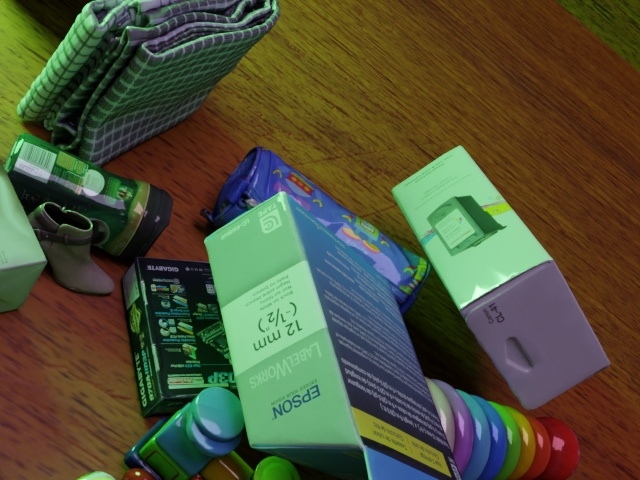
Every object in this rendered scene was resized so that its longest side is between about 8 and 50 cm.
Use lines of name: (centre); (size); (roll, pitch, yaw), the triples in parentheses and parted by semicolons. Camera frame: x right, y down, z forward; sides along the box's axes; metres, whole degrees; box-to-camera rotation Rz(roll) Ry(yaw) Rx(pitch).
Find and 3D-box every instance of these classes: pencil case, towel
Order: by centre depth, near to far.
towel: (-0.203, -0.219, 0.955); (0.121, 0.235, 0.284); (53, 42, -4)
pencil case: (0.000, 0.000, 1.015); (0.306, 0.119, 0.133); (34, 13, -11)

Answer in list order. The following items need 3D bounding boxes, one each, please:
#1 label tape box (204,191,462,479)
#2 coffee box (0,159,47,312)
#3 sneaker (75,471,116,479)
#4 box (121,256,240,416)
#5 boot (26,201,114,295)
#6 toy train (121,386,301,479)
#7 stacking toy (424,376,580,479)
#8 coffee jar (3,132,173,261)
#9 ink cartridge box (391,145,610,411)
label tape box: (0.024, 0.156, 0.766); (0.249, 0.115, 0.347); (40, 28, -50)
coffee box: (-0.393, -0.044, 0.753); (0.141, 0.098, 0.246); (-12, 65, -44)
sneaker: (-0.234, 0.288, 0.610); (0.240, 0.091, 0.126); (-26, 75, -48)
box: (-0.109, 0.111, 0.890); (0.220, 0.051, 0.175); (6, 53, -36)
boot: (-0.263, 0.009, 0.822); (0.118, 0.087, 0.042); (26, 42, -20)
toy train: (-0.063, 0.256, 0.734); (0.248, 0.143, 0.105); (45, 41, 1)
stacking toy: (0.218, 0.257, 0.977); (0.330, 0.141, 0.141); (15, 48, -34)
coffee jar: (-0.264, -0.043, 0.859); (0.184, 0.096, 0.079); (23, 48, -24)
ink cartridge box: (0.236, 0.042, 1.044); (0.226, 0.131, 0.306); (51, 10, -33)
